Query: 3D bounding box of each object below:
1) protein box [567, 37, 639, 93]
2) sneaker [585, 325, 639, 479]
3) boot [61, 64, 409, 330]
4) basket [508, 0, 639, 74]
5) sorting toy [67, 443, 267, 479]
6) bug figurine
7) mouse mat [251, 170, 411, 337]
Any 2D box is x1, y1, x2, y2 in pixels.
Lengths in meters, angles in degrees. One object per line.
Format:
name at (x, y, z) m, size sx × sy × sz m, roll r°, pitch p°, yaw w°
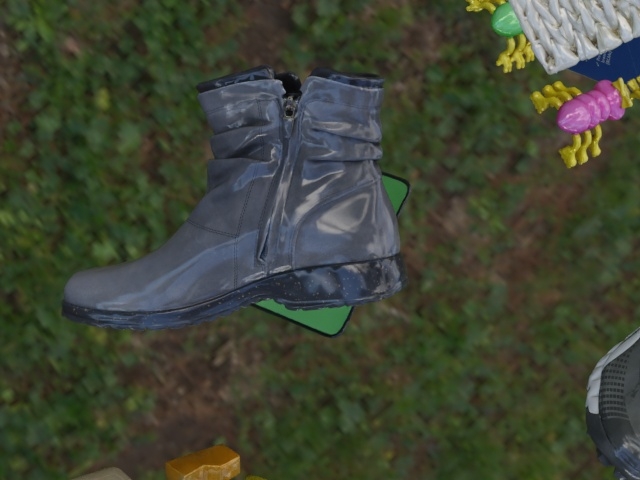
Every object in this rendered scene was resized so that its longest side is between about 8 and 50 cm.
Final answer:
protein box at (0.391, -0.266, 1.940) m, size 0.136 × 0.201 × 0.199 m, roll -8°, pitch 115°, yaw -36°
sneaker at (0.249, 0.069, 1.137) m, size 0.106 × 0.078 × 0.234 m, roll -46°, pitch 177°, yaw 41°
boot at (-0.089, -0.043, 1.591) m, size 0.338 × 0.118 × 0.222 m, roll -9°, pitch 98°, yaw 11°
basket at (0.185, -0.188, 1.173) m, size 0.103 × 0.167 × 0.113 m, roll -25°, pitch 97°, yaw 20°
sorting toy at (-0.167, 0.254, 1.414) m, size 0.307 × 0.229 × 0.041 m, roll -15°, pitch 116°, yaw -33°
bug figurine at (0.279, -0.202, 1.764) m, size 0.216 × 0.279 × 0.072 m, roll -31°, pitch 179°, yaw -31°
mouse mat at (0.000, 0.000, 1.866) m, size 0.007 × 0.153 × 0.189 m, roll 36°, pitch 77°, yaw -56°
